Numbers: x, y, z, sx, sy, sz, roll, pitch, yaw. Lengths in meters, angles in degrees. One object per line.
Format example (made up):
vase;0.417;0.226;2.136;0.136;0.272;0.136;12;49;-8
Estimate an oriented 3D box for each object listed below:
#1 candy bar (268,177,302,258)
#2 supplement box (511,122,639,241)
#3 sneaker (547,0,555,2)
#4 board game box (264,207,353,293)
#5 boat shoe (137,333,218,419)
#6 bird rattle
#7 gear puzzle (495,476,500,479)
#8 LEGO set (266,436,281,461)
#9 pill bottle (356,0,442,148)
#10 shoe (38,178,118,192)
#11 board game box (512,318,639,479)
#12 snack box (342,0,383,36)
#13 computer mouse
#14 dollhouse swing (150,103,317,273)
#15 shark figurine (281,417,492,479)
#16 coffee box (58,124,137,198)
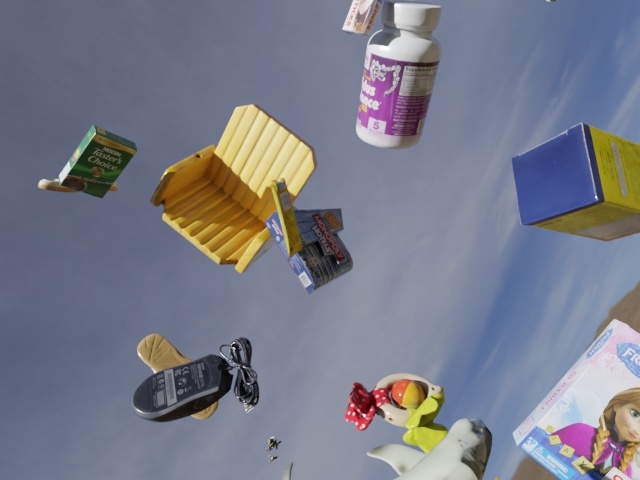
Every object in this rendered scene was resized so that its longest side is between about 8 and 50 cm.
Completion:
candy bar;-0.064;-0.043;0.778;0.040;0.018;0.161;-34;-59;-38
supplement box;0.697;-0.131;1.029;0.357;0.194;0.195;8;-108;-25
sneaker;0.403;-0.475;0.714;0.098;0.038;0.069;64;-148;-8
board game box;0.000;0.000;0.958;0.194;0.194;0.060;-24;-12;-43
boat shoe;-0.361;0.356;1.058;0.098;0.277;0.096;-40;-25;-27
bird rattle;0.194;0.406;0.997;0.207;0.254;0.142;-27;-69;-49
gear puzzle;0.388;0.602;0.771;0.044;0.339;0.175;-23;-74;11
LEGO set;-0.147;0.621;1.218;0.054;0.024;0.083;14;-89;-45
pill bottle;0.182;-0.383;0.946;0.169;0.169;0.301;-22;-46;-33
shoe;-0.703;-0.173;1.186;0.219;0.077;0.058;-11;-72;-58
board game box;0.607;0.373;0.766;0.317;0.319;0.066;-56;-15;9
snack box;0.106;-0.513;0.829;0.022;0.064;0.178;8;-70;-49
computer mouse;-0.274;0.335;0.908;0.273;0.188;0.072;-15;-52;-11
dollhouse swing;-0.234;-0.165;1.159;0.315;0.347;0.305;-47;-5;-46
shark figurine;0.074;0.291;0.418;0.279;0.116;0.166;-21;-2;1
coffee box;-0.572;-0.198;1.043;0.184;0.040;0.113;-43;-35;18
